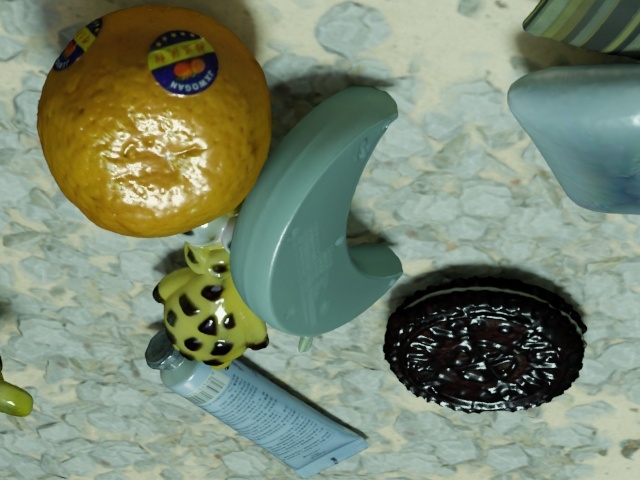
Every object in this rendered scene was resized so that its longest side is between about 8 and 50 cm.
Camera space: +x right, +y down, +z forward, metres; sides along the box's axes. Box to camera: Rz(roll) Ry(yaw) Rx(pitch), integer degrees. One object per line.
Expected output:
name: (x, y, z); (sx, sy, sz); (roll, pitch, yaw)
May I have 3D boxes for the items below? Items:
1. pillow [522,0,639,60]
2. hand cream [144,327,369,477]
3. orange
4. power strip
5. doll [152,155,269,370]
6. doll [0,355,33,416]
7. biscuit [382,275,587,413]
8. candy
pillow: (0.271, -0.184, 1.104); (0.212, 0.052, 0.208); (11, 148, -13)
hand cream: (-0.069, 0.167, 1.620); (0.091, 0.058, 0.271); (-32, 132, 25)
orange: (-0.123, -0.090, 1.210); (0.177, 0.155, 0.177); (-6, 109, -17)
power strip: (0.000, 0.000, 1.321); (0.054, 0.167, 0.253); (39, 151, 29)
doll: (-0.087, 0.020, 1.405); (0.117, 0.086, 0.291); (21, 142, 4)
doll: (-0.497, 0.147, 1.600); (0.423, 0.161, 0.348); (15, 155, -7)
biscuit: (0.152, 0.098, 1.486); (0.194, 0.053, 0.194); (5, 142, 4)
candy: (0.229, -0.076, 1.220); (0.138, 0.071, 0.174); (1, 154, 27)
